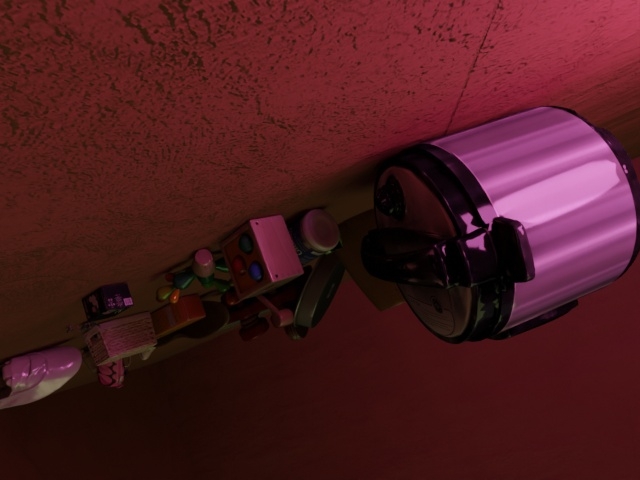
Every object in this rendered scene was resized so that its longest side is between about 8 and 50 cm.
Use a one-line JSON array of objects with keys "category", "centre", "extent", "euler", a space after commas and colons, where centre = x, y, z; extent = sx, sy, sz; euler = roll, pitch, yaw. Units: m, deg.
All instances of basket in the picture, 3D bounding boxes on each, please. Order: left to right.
[{"category": "basket", "centre": [-0.572, 0.283, 1.529], "extent": [0.113, 0.103, 0.167], "euler": [-31, 166, 40]}]

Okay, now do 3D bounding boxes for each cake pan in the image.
[{"category": "cake pan", "centre": [0.007, 0.149, 1.671], "extent": [0.293, 0.054, 0.293], "euler": [-60, 166, -25]}]

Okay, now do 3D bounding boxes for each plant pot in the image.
[{"category": "plant pot", "centre": [0.169, 0.058, 1.466], "extent": [0.237, 0.254, 0.237], "euler": [-20, 172, -3]}]

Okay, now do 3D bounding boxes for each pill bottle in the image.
[{"category": "pill bottle", "centre": [-0.045, 0.005, 1.164], "extent": [0.094, 0.094, 0.169], "euler": [-13, 167, -44]}]

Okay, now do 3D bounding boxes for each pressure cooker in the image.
[{"category": "pressure cooker", "centre": [0.281, -0.021, 0.953], "extent": [0.421, 0.375, 0.369], "euler": [-19, 145, -15]}]

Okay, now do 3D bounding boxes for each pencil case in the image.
[{"category": "pencil case", "centre": [-0.671, 0.389, 1.712], "extent": [0.095, 0.098, 0.209], "euler": [-22, 147, -33]}]

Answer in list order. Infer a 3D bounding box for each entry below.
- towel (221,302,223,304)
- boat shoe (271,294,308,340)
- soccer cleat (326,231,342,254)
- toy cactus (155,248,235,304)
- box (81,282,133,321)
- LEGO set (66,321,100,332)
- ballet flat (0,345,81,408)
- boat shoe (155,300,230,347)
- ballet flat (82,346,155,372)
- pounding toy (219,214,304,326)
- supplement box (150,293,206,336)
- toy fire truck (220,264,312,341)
[{"category": "towel", "centre": [-0.298, 0.270, 2.148], "extent": [0.321, 0.090, 0.375], "euler": [-16, 170, -47]}, {"category": "boat shoe", "centre": [-0.116, 0.246, 1.875], "extent": [0.105, 0.110, 0.307], "euler": [-26, -148, 11]}, {"category": "soccer cleat", "centre": [0.000, 0.000, 1.301], "extent": [0.060, 0.072, 0.179], "euler": [-28, 169, 33]}, {"category": "toy cactus", "centre": [-0.252, 0.078, 1.148], "extent": [0.219, 0.112, 0.180], "euler": [-11, 158, -14]}, {"category": "box", "centre": [-0.441, 0.129, 1.100], "extent": [0.083, 0.052, 0.062], "euler": [-27, 168, 33]}, {"category": "LEGO set", "centre": [-0.605, 0.218, 1.357], "extent": [0.054, 0.023, 0.083], "euler": [-28, 156, 24]}, {"category": "ballet flat", "centre": [-0.868, 0.390, 1.456], "extent": [0.401, 0.139, 0.139], "euler": [-20, 171, -3]}, {"category": "boat shoe", "centre": [-0.423, 0.264, 1.755], "extent": [0.342, 0.123, 0.123], "euler": [-22, 180, 26]}, {"category": "ballet flat", "centre": [-0.671, 0.386, 1.884], "extent": [0.316, 0.106, 0.108], "euler": [-17, 170, -30]}, {"category": "pounding toy", "centre": [-0.125, 0.082, 1.070], "extent": [0.094, 0.205, 0.181], "euler": [-13, 167, -43]}, {"category": "supplement box", "centre": [-0.461, 0.241, 1.626], "extent": [0.234, 0.080, 0.078], "euler": [-29, 168, 30]}, {"category": "toy fire truck", "centre": [-0.178, 0.189, 1.784], "extent": [0.303, 0.169, 0.254], "euler": [-24, -171, 19]}]
